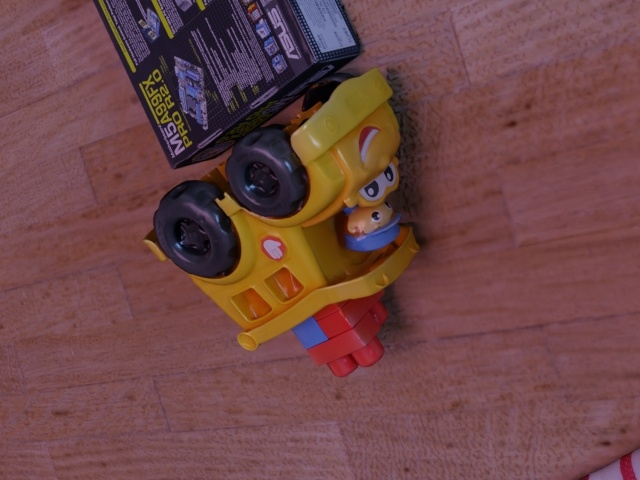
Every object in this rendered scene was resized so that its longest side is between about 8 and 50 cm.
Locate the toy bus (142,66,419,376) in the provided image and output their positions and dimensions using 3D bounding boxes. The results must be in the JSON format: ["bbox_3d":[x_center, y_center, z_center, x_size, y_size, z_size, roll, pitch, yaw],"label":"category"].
[{"bbox_3d":[0.000,0.000,0.969,0.220,0.149,0.211,-33,95,42],"label":"toy bus"}]

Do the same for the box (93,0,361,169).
[{"bbox_3d":[-0.105,-0.226,1.030,0.216,0.060,0.270,-31,83,46],"label":"box"}]

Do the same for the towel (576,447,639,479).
[{"bbox_3d":[0.220,0.294,0.891,0.329,0.037,0.237,-44,57,45],"label":"towel"}]
